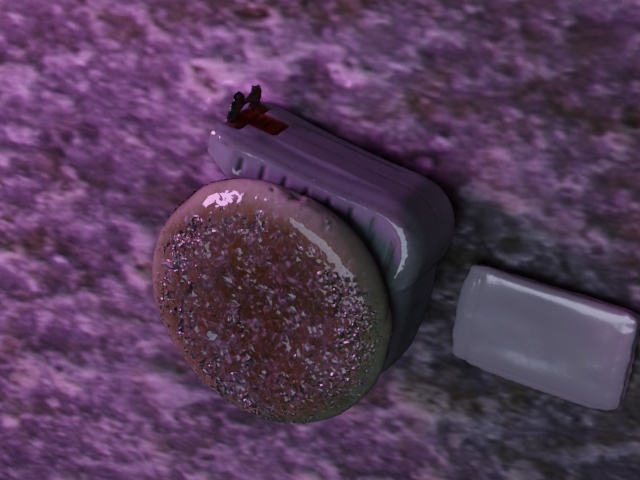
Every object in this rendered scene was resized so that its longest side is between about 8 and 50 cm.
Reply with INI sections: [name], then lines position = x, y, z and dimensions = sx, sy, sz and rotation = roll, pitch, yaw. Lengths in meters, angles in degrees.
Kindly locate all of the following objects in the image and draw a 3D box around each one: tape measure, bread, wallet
[tape measure]
position = 0.000, -0.001, 1.852
dimensions = 0.243, 0.125, 0.246
rotation = 27, 123, 17
[bread]
position = -0.055, 0.062, 1.810
dimensions = 0.267, 0.040, 0.267
rotation = 13, 118, 25
[wallet]
position = 0.223, 0.095, 1.858
dimensions = 0.183, 0.032, 0.124
rotation = 18, 124, 17
